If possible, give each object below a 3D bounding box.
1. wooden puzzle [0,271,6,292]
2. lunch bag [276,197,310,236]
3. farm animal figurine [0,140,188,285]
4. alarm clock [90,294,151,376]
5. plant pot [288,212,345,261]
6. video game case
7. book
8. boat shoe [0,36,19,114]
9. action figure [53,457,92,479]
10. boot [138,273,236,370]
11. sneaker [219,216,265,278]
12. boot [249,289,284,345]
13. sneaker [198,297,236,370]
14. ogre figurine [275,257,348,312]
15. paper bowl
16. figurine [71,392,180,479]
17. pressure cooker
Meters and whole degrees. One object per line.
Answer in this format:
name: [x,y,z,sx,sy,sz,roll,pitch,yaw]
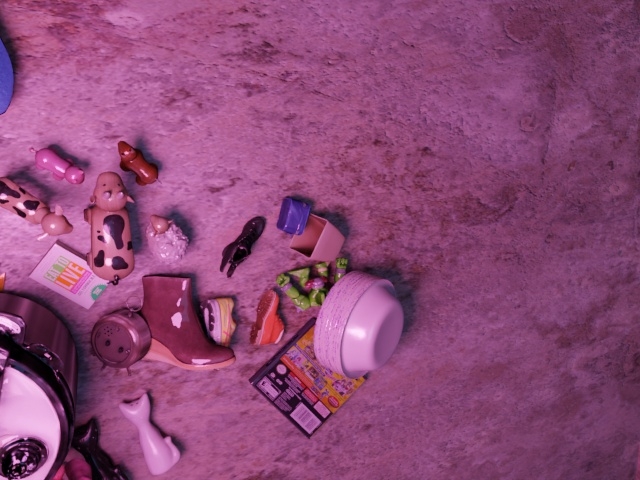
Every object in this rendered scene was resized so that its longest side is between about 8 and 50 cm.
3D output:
wooden puzzle: [-0.726,0.067,1.054,0.116,0.014,0.078,21,92,-27]
lunch bag: [-0.068,-0.058,1.302,0.065,0.067,0.098,13,95,-27]
farm animal figurine: [-0.467,-0.054,1.036,0.330,0.172,0.326,-24,107,-26]
alarm clock: [-0.455,0.211,1.148,0.129,0.064,0.192,25,99,8]
plant pot: [0.000,0.000,1.331,0.096,0.109,0.109,25,90,-38]
video game case: [-0.029,0.400,1.440,0.248,0.035,0.275,-43,114,-10]
book: [-0.559,0.079,1.127,0.144,0.035,0.096,38,88,-28]
boat shoe: [-0.650,-0.368,0.958,0.109,0.089,0.258,-10,100,-36]
action figure: [-0.523,0.603,1.028,0.276,0.248,0.370,21,124,1]
boot: [-0.317,0.191,1.184,0.249,0.090,0.206,6,96,7]
sneaker: [-0.191,0.015,1.249,0.170,0.089,0.051,-47,116,-9]
boot: [-0.129,0.208,1.342,0.085,0.059,0.157,11,105,-30]
sneaker: [-0.252,0.238,1.279,0.094,0.082,0.208,-20,124,-47]
ogre figurine: [-0.014,0.123,1.354,0.197,0.097,0.118,-16,96,-33]
paper bowl: [0.121,0.235,1.349,0.284,0.148,0.284,-29,127,-47]
figurine: [-0.483,0.500,1.225,0.215,0.092,0.209,-25,106,-19]
pressure cooker: [-0.643,0.307,0.918,0.376,0.420,0.369,-27,112,-17]
